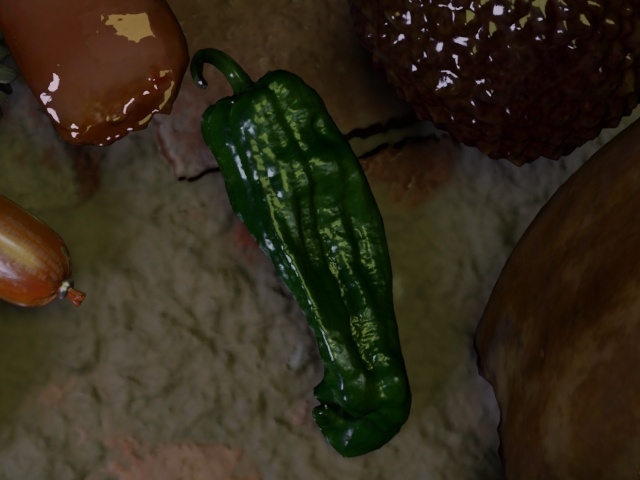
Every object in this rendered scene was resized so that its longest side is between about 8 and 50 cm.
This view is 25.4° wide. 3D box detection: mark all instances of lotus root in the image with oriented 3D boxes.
[{"bbox_3d":[0.265,0.060,0.761,0.316,0.250,0.316,11,44,-11],"label":"lotus root"}]

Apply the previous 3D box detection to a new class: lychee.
[{"bbox_3d":[0.117,-0.136,0.865,0.188,0.188,0.188,3,75,-12],"label":"lychee"}]

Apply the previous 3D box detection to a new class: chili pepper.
[{"bbox_3d":[-0.005,0.002,0.845,0.100,0.074,0.257,-22,87,-34],"label":"chili pepper"}]

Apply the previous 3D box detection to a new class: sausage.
[{"bbox_3d":[-0.284,-0.057,0.811,0.348,0.053,0.053,31,71,-3],"label":"sausage"},{"bbox_3d":[-0.182,-0.205,0.841,0.097,0.094,0.348,-32,79,4],"label":"sausage"}]

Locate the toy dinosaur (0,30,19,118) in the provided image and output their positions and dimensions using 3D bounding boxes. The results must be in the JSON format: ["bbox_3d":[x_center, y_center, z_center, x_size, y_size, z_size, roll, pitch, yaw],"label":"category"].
[{"bbox_3d":[-0.223,-0.089,0.811,0.082,0.039,0.209,38,44,-7],"label":"toy dinosaur"}]
